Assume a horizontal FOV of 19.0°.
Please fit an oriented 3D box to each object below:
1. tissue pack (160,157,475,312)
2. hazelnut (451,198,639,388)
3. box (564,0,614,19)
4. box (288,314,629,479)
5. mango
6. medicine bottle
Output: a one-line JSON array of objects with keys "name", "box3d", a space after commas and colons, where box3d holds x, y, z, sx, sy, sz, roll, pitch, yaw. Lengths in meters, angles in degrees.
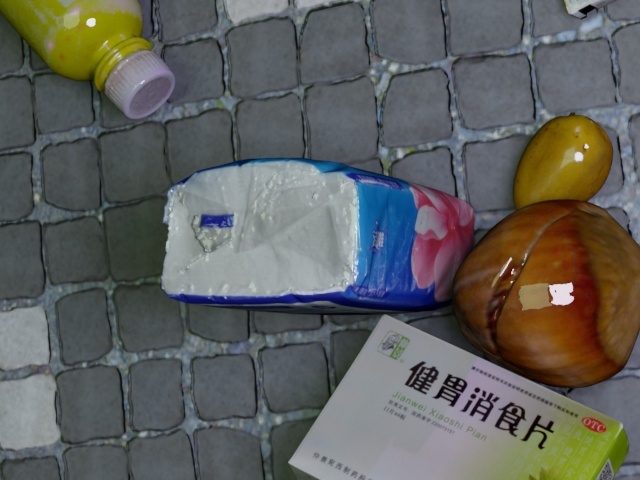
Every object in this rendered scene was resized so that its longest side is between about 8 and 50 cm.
[{"name": "tissue pack", "box3d": [0.000, 0.000, 1.788, 0.209, 0.270, 0.137, -4, 85, 27]}, {"name": "hazelnut", "box3d": [0.209, 0.043, 1.737, 0.182, 0.182, 0.182, -2, 85, 27]}, {"name": "box", "box3d": [0.321, -0.317, 1.783, 0.247, 0.033, 0.129, -25, 75, 23]}, {"name": "box", "box3d": [0.125, 0.197, 1.739, 0.260, 0.062, 0.175, 24, 68, 26]}, {"name": "mango", "box3d": [0.225, -0.065, 1.796, 0.080, 0.060, 0.114, 32, 104, 28]}, {"name": "medicine bottle", "box3d": [-0.241, -0.222, 2.012, 0.122, 0.122, 0.212, -49, 68, 15]}]
